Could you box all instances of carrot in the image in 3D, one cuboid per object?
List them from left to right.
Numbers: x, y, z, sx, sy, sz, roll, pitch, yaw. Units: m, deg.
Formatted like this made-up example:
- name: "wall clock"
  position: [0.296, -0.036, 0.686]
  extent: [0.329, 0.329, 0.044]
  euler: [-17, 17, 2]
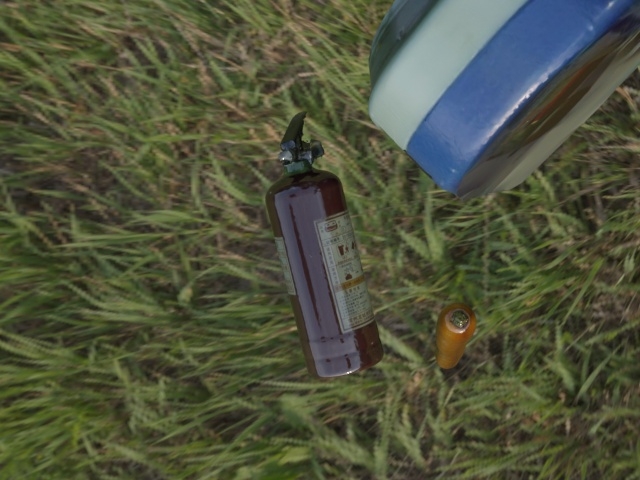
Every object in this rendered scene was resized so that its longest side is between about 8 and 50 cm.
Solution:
- name: "carrot"
  position: [0.152, 0.116, 1.321]
  extent: [0.043, 0.248, 0.043]
  euler: [-1, 72, 3]

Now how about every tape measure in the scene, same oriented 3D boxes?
- name: "tape measure"
  position: [0.161, -0.161, 0.969]
  extent: [0.138, 0.262, 0.259]
  euler: [49, 123, 14]

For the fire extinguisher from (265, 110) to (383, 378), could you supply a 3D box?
- name: "fire extinguisher"
  position: [0.000, 0.000, 1.014]
  extent: [0.071, 0.099, 0.231]
  euler: [-12, 94, 21]
